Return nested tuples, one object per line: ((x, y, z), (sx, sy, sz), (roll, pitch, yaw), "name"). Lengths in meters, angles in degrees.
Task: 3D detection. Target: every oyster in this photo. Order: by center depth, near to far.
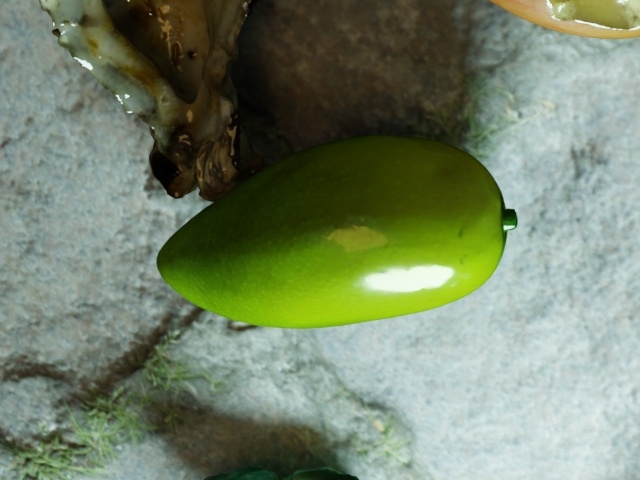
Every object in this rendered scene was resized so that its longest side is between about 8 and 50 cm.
((-0.119, -0.175, 1.499), (0.197, 0.133, 0.337), (-11, 118, 13), "oyster")

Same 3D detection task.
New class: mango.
((0.000, 0.000, 1.497), (0.343, 0.192, 0.156), (-14, 70, 33), "mango")

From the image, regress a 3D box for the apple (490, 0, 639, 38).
((0.199, -0.263, 1.229), (0.241, 0.242, 0.242), (24, 124, 6), "apple")

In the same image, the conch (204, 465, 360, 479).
((-0.046, 0.296, 1.710), (0.202, 0.134, 0.196), (34, 85, 14), "conch")
